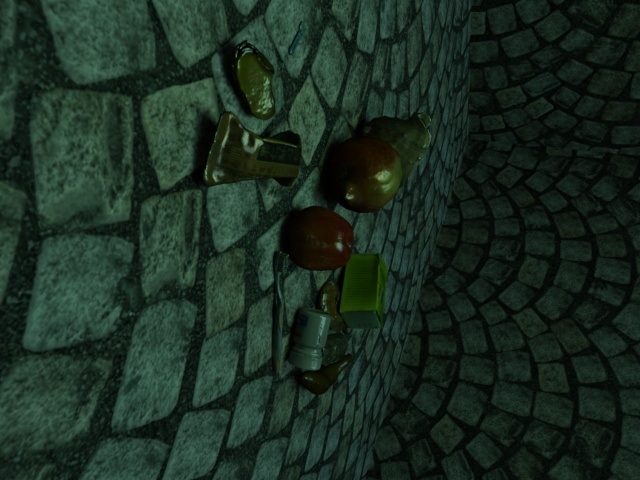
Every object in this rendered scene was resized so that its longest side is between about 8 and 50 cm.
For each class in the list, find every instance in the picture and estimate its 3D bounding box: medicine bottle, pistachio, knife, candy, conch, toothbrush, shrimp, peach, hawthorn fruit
[{"bbox_3d":[-0.032,0.294,1.335,0.105,0.104,0.168,16,85,-66],"label":"medicine bottle"},{"bbox_3d":[-0.133,-0.323,0.887,0.089,0.049,0.173,-43,147,-16],"label":"pistachio"},{"bbox_3d":[-0.053,-0.473,1.040,0.096,0.010,0.027,-69,154,-19],"label":"knife"},{"bbox_3d":[-0.133,-0.178,0.904,0.271,0.101,0.143,-11,117,-58],"label":"candy"},{"bbox_3d":[0.159,0.180,1.589,0.137,0.141,0.250,59,32,-47],"label":"medicine bottle"},{"bbox_3d":[0.230,-0.302,1.468,0.324,0.186,0.264,131,-50,-72],"label":"conch"},{"bbox_3d":[-0.113,0.203,1.204,0.028,0.037,0.376,-29,130,-56],"label":"toothbrush"},{"bbox_3d":[0.055,0.248,1.563,0.294,0.062,0.154,65,37,-51],"label":"shrimp"},{"bbox_3d":[0.123,-0.184,1.318,0.256,0.232,0.233,-44,140,-38],"label":"peach"},{"bbox_3d":[0.000,0.000,1.182,0.189,0.189,0.189,-40,137,-54],"label":"hawthorn fruit"}]

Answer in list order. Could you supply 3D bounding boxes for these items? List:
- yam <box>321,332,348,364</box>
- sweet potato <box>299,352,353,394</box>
[{"bbox_3d":[0.014,0.361,1.475,0.183,0.107,0.107,17,85,-60],"label":"yam"},{"bbox_3d":[0.016,0.472,1.533,0.108,0.079,0.346,-56,156,18],"label":"sweet potato"}]
